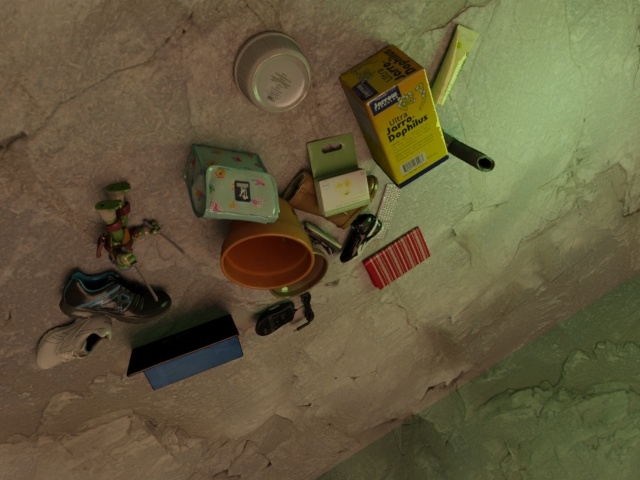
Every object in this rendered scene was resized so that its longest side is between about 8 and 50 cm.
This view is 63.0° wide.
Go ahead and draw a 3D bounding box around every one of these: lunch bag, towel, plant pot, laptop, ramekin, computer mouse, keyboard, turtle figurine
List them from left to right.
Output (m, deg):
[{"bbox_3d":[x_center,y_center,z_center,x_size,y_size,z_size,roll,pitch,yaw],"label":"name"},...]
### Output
[{"bbox_3d":[-0.526,-0.018,1.507,0.198,0.274,0.266,-44,143,-40],"label":"turtle figurine"},{"bbox_3d":[-0.472,0.453,1.924,0.381,0.408,0.237,-19,101,-13],"label":"laptop"},{"bbox_3d":[-0.253,-0.147,1.490,0.223,0.262,0.160,5,125,-31],"label":"lunch bag"},{"bbox_3d":[-0.174,-0.005,1.663,0.290,0.204,0.291,-6,142,-4],"label":"plant pot"},{"bbox_3d":[-0.122,-0.444,1.411,0.207,0.109,0.207,-16,134,-17],"label":"ramekin"},{"bbox_3d":[-0.145,0.315,2.102,0.262,0.060,0.184,-31,133,-18],"label":"computer mouse"},{"bbox_3d":[-0.098,0.091,1.880,0.237,0.110,0.237,-22,144,-17],"label":"plant pot"},{"bbox_3d":[0.249,-0.105,1.978,0.072,0.014,0.256,-6,130,-25],"label":"keyboard"},{"bbox_3d":[0.316,0.076,2.163,0.274,0.031,0.199,-33,134,-1],"label":"towel"}]

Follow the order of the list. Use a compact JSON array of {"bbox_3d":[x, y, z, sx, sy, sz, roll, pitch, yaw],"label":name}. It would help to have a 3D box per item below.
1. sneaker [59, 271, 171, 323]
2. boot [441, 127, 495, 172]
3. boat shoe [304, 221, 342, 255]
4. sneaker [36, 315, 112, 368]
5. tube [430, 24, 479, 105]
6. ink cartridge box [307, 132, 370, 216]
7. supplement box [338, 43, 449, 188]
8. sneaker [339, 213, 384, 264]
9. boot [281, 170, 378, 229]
[{"bbox_3d":[-0.636,0.178,1.664,0.340,0.125,0.140,5,120,-35],"label":"sneaker"},{"bbox_3d":[0.469,-0.307,1.781,0.189,0.209,0.076,5,124,-32],"label":"boot"},{"bbox_3d":[0.000,0.000,1.891,0.065,0.075,0.206,-46,139,10],"label":"boat shoe"},{"bbox_3d":[-0.807,0.335,1.703,0.297,0.129,0.111,-36,138,6],"label":"sneaker"},{"bbox_3d":[0.415,-0.549,1.652,0.070,0.062,0.240,-38,153,-62],"label":"tube"},{"bbox_3d":[0.061,-0.212,1.684,0.171,0.056,0.235,-17,111,-19],"label":"ink cartridge box"},{"bbox_3d":[0.233,-0.372,1.605,0.195,0.194,0.357,-32,136,0],"label":"supplement box"},{"bbox_3d":[0.127,-0.017,1.952,0.217,0.079,0.121,-46,129,6],"label":"sneaker"},{"bbox_3d":[0.040,-0.166,1.760,0.269,0.089,0.236,25,107,-37],"label":"boot"}]
